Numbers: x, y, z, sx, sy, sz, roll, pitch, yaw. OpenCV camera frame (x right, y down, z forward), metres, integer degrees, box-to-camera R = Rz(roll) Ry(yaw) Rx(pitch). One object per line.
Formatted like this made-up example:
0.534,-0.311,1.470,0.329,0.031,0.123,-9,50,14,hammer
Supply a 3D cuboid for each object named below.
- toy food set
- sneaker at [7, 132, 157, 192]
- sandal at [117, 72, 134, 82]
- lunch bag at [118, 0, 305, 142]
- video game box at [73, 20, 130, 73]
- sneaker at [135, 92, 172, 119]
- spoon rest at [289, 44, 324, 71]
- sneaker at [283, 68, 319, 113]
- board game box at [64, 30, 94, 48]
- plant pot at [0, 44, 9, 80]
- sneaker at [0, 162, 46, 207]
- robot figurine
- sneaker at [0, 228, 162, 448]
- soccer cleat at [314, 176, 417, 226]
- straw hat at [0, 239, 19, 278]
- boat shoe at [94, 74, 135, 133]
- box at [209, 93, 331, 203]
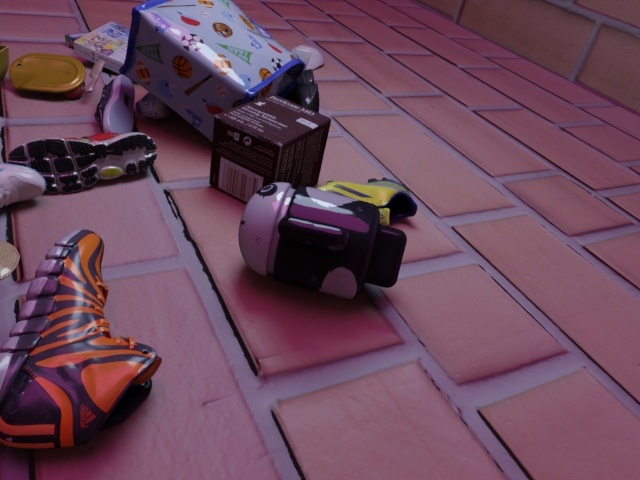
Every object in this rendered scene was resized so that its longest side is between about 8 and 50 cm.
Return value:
-0.674,-0.409,1.337,0.218,0.071,0.128,4,60,-9,toy food set
-0.479,-0.166,1.054,0.279,0.107,0.118,-13,24,-36,sneaker
-0.502,-0.477,1.477,0.049,0.072,0.180,34,40,3,sandal
-0.243,-0.452,1.302,0.328,0.239,0.385,37,45,-6,lunch bag
-0.596,-0.572,1.555,0.187,0.048,0.205,26,40,-4,video game box
-0.400,-0.382,1.364,0.086,0.085,0.237,9,31,11,sneaker
-0.057,-0.647,1.851,0.137,0.084,0.276,14,22,-1,spoon rest
-0.072,-0.422,1.519,0.130,0.109,0.286,-4,31,-7,sneaker
-0.682,-0.631,1.655,0.136,0.035,0.201,30,39,22,board game box
-0.842,-0.446,1.310,0.082,0.083,0.081,8,36,-7,plant pot
-0.594,-0.072,0.889,0.229,0.087,0.092,-12,64,-35,sneaker
0.001,-0.002,0.885,0.278,0.209,0.173,14,48,2,robot figurine
-0.297,0.124,0.690,0.180,0.124,0.321,10,46,-10,sneaker
0.080,-0.065,1.067,0.289,0.093,0.121,-15,44,-34,soccer cleat
-0.549,0.010,0.798,0.145,0.061,0.144,9,36,-6,straw hat
-0.502,-0.313,1.244,0.076,0.080,0.228,-20,53,13,boat shoe
-0.108,-0.191,1.117,0.168,0.167,0.203,26,38,18,box
